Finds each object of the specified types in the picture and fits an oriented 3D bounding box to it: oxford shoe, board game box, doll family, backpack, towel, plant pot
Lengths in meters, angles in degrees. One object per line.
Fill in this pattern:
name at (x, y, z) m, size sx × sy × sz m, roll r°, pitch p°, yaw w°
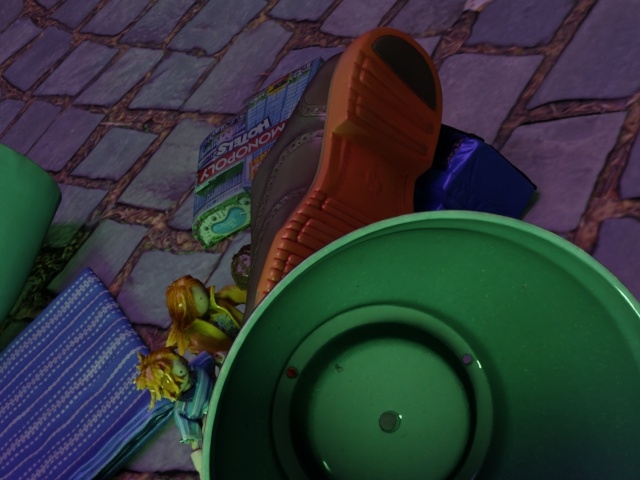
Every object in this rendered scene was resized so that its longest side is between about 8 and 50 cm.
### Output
oxford shoe at (0.000, 0.000, 1.028) m, size 0.133 × 0.130 × 0.363 m, roll -21°, pitch 42°, yaw 50°
board game box at (-0.063, -0.080, 1.350) m, size 0.194 × 0.060 × 0.194 m, roll -28°, pitch 35°, yaw 21°
doll family at (-0.078, 0.119, 1.048) m, size 0.118 × 0.163 × 0.263 m, roll -23°, pitch 38°, yaw 27°
backpack at (0.106, -0.050, 1.109) m, size 0.101 × 0.098 × 0.120 m, roll -51°, pitch 35°, yaw -6°
towel at (-0.287, 0.172, 1.319) m, size 0.243 × 0.040 × 0.336 m, roll -44°, pitch 33°, yaw -3°
plant pot at (-0.479, 0.015, 1.487) m, size 0.293 × 0.293 × 0.235 m, roll -8°, pitch 62°, yaw 41°
plant pot at (0.061, 0.128, 0.828) m, size 0.293 × 0.293 × 0.196 m, roll -47°, pitch 7°, yaw -6°
